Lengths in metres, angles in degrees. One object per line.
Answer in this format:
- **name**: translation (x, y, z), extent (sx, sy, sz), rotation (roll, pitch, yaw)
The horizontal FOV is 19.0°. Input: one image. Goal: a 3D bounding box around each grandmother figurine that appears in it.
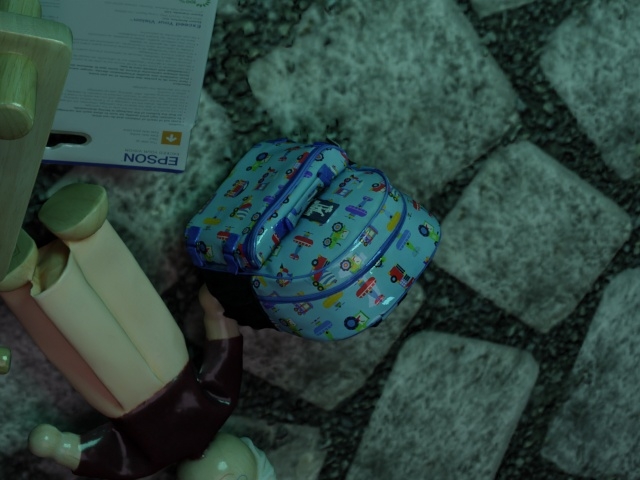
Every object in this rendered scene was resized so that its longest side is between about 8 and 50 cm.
- **grandmother figurine**: translation (-0.147, 0.122, 1.577), extent (0.208, 0.104, 0.342), rotation (-33, 119, 5)

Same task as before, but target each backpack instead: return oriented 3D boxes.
- **backpack**: translation (0.000, 0.000, 1.515), extent (0.158, 0.173, 0.117), rotation (-49, 124, -22)

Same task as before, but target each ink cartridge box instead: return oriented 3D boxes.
- **ink cartridge box**: translation (-0.194, -0.143, 1.412), extent (0.223, 0.045, 0.224), rotation (4, 142, -10)

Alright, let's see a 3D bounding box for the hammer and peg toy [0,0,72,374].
- **hammer and peg toy**: translation (-0.332, -0.040, 1.373), extent (0.266, 0.127, 0.361), rotation (9, 135, -15)
